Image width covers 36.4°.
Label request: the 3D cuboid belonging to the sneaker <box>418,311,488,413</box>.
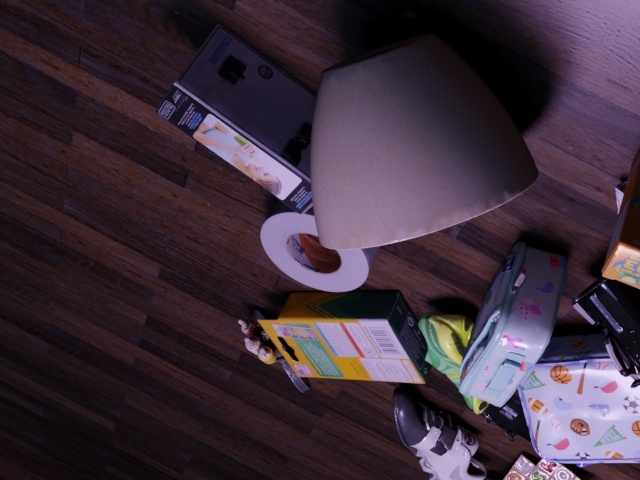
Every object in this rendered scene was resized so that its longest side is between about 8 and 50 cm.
[{"bbox_3d":[0.282,0.232,1.935,0.123,0.109,0.295,25,154,45],"label":"sneaker"}]

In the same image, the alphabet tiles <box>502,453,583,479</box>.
[{"bbox_3d":[0.487,0.597,2.172,0.198,0.009,0.237,37,111,18],"label":"alphabet tiles"}]

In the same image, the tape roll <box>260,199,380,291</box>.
[{"bbox_3d":[0.000,0.000,1.831,0.219,0.072,0.219,18,144,14],"label":"tape roll"}]

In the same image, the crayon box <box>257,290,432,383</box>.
[{"bbox_3d":[0.054,0.201,2.037,0.323,0.083,0.203,-3,135,34],"label":"crayon box"}]

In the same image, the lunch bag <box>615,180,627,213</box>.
[{"bbox_3d":[0.488,-0.051,1.470,0.083,0.053,0.071,14,142,33],"label":"lunch bag"}]

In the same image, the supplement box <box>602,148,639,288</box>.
[{"bbox_3d":[0.457,-0.041,1.344,0.078,0.233,0.080,21,144,8],"label":"supplement box"}]

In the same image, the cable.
[{"bbox_3d":[-0.110,0.256,2.201,0.139,0.072,0.287,54,175,36],"label":"cable"}]

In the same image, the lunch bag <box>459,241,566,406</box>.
[{"bbox_3d":[0.326,0.150,1.676,0.108,0.224,0.279,22,145,7],"label":"lunch bag"}]

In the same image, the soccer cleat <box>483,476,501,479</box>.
[{"bbox_3d":[0.466,0.644,2.256,0.331,0.143,0.116,10,177,30],"label":"soccer cleat"}]

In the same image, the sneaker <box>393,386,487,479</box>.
[{"bbox_3d":[0.272,0.434,2.180,0.146,0.122,0.330,-18,126,23],"label":"sneaker"}]

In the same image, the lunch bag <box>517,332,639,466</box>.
[{"bbox_3d":[0.509,0.294,1.762,0.303,0.115,0.243,-8,109,34],"label":"lunch bag"}]

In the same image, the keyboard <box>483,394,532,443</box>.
[{"bbox_3d":[0.395,0.361,2.071,0.192,0.038,0.100,36,120,-10],"label":"keyboard"}]

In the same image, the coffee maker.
[{"bbox_3d":[0.521,0.121,1.573,0.171,0.120,0.178,-40,80,27],"label":"coffee maker"}]

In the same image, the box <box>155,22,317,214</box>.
[{"bbox_3d":[-0.096,-0.195,1.570,0.290,0.169,0.087,36,141,-10],"label":"box"}]

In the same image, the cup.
[{"bbox_3d":[0.119,-0.158,1.394,0.331,0.331,0.237,-8,107,39],"label":"cup"}]
